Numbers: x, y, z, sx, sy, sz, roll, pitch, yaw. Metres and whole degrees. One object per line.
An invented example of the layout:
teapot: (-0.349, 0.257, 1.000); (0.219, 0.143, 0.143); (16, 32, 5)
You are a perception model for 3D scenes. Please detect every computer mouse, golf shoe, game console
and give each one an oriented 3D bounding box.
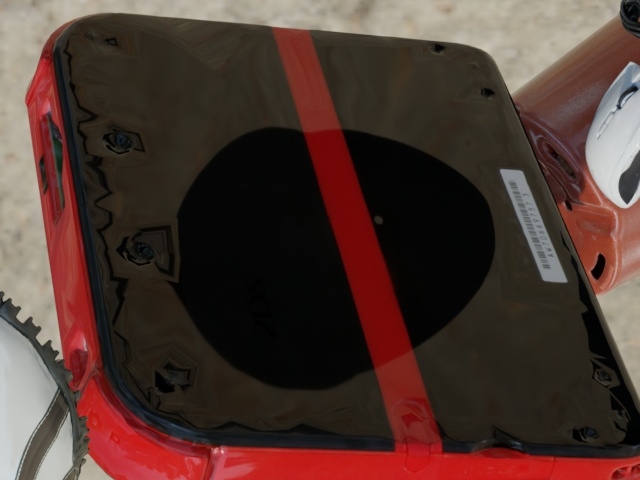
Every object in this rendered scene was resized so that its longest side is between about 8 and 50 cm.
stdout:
computer mouse: (0.254, -0.105, 1.441); (0.106, 0.042, 0.193); (-117, 30, -44)
golf shoe: (-0.145, 0.111, 0.703); (0.077, 0.094, 0.198); (12, 119, 29)
game console: (0.000, 0.000, 1.100); (0.386, 0.342, 0.060); (-106, 28, -41)

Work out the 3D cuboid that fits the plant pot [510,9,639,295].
plant pot: (0.307, -0.097, 1.658); (0.272, 0.265, 0.272); (48, 158, 27)
